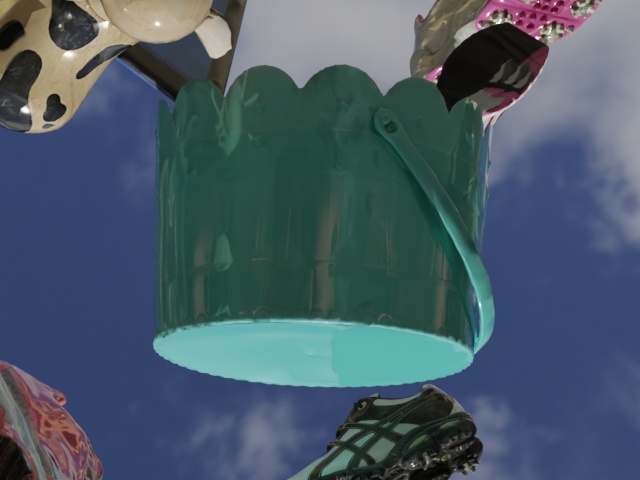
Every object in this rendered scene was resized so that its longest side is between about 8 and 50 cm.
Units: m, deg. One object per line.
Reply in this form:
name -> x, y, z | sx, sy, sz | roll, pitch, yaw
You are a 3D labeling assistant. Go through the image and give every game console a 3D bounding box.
game console -> -0.139, -0.277, 1.406 | 0.173, 0.250, 0.293 | 8, -149, -2

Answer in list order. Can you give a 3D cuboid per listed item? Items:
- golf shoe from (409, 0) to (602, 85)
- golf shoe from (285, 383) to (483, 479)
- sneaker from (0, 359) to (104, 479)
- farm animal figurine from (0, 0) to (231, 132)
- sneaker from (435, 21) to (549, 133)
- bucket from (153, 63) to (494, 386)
golf shoe -> 0.193, -0.259, 1.873 | 0.115, 0.306, 0.140 | 18, -129, -33
golf shoe -> 0.034, 0.184, 1.458 | 0.198, 0.077, 0.094 | -19, -136, -13
sneaker -> -0.224, 0.194, 1.403 | 0.136, 0.116, 0.314 | 18, -156, -34
farm animal figurine -> -0.073, -0.186, 0.664 | 0.326, 0.330, 0.172 | -10, -137, 9
sneaker -> 0.121, -0.113, 1.493 | 0.178, 0.077, 0.072 | -43, -101, -3
bucket -> 0.000, 0.000, 1.299 | 0.281, 0.281, 0.183 | 7, -105, -17
